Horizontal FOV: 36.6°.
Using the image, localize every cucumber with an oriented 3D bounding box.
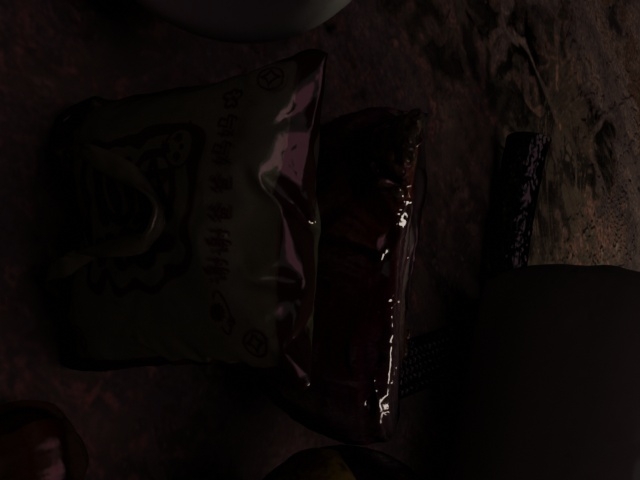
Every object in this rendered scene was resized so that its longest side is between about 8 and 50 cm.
[{"bbox_3d":[0.243,-0.030,1.203,0.052,0.058,0.214,29,68,-52],"label":"cucumber"}]

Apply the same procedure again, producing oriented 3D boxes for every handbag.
[{"bbox_3d":[-0.090,-0.011,0.660,0.127,0.235,0.213,7,82,-50],"label":"handbag"}]

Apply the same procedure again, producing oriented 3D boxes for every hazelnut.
[{"bbox_3d":[-0.197,0.150,0.650,0.086,0.086,0.086,4,84,-50],"label":"hazelnut"}]

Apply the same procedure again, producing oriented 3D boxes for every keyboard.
[{"bbox_3d":[0.091,0.139,1.043,0.204,0.013,0.061,-10,95,-50],"label":"keyboard"}]

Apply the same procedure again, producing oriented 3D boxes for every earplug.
[{"bbox_3d":[0.289,0.262,1.054,0.313,0.313,0.394,34,65,-44],"label":"earplug"}]

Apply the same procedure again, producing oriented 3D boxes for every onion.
[{"bbox_3d":[0.000,0.000,0.766,0.348,0.159,0.267,84,13,-57],"label":"onion"}]

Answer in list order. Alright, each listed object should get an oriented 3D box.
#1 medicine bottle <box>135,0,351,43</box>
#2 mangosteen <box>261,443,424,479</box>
[{"bbox_3d":[-0.023,-0.326,0.748,0.256,0.256,0.325,63,35,-27],"label":"medicine bottle"},{"bbox_3d":[0.000,0.247,0.715,0.217,0.192,0.192,23,70,-56],"label":"mangosteen"}]
